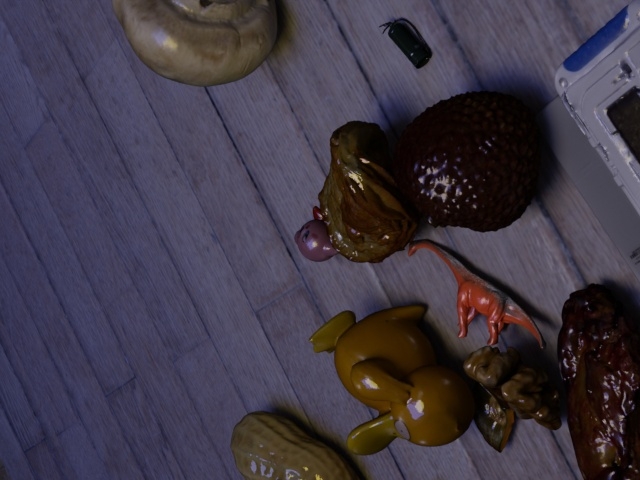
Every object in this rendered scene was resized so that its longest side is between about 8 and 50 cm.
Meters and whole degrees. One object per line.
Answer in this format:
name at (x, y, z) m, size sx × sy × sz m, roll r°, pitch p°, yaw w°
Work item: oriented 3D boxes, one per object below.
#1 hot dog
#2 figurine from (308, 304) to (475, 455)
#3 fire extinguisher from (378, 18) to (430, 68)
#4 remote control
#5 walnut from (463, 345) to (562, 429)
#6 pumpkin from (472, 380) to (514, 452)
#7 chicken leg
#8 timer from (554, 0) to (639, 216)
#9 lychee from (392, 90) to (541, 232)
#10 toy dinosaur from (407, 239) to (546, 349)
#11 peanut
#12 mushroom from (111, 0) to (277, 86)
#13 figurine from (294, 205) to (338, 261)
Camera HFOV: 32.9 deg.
hot dog at (0.070, -0.070, 1.512) m, size 0.259 × 0.114 × 0.175 m, roll 107°, pitch 145°, yaw -70°
figurine at (0.112, 0.204, 1.587) m, size 0.215 × 0.215 × 0.228 m, roll -53°, pitch 43°, yaw 47°
fire extinguisher at (0.117, -0.273, 1.470) m, size 0.038 × 0.025 × 0.083 m, roll -42°, pitch 71°, yaw 10°
remote control at (0.349, -0.061, 1.307) m, size 0.261 × 0.029 × 0.067 m, roll 59°, pitch 141°, yaw 13°
walnut at (0.264, 0.192, 1.444) m, size 0.143 × 0.170 × 0.069 m, roll 36°, pitch 87°, yaw 29°
pumpkin at (0.249, 0.246, 1.559) m, size 0.073 × 0.035 × 0.101 m, roll 40°, pitch 143°, yaw 39°
chicken leg at (0.369, 0.242, 1.293) m, size 0.158 × 0.096 × 0.407 m, roll 107°, pitch 157°, yaw -58°
timer at (0.379, -0.130, 1.199) m, size 0.253 × 0.078 × 0.178 m, roll 58°, pitch 140°, yaw 10°
lychee at (0.184, -0.095, 1.354) m, size 0.194 × 0.194 × 0.194 m, roll 24°, pitch 124°, yaw 40°
toy dinosaur at (0.212, 0.083, 1.508) m, size 0.279 × 0.055 × 0.101 m, roll 26°, pitch 108°, yaw 39°
peanut at (-0.033, 0.405, 1.881) m, size 0.305 × 0.147 × 0.147 m, roll 25°, pitch 125°, yaw 34°
mushroom at (-0.181, -0.364, 1.603) m, size 0.260 × 0.254 × 0.234 m, roll 18°, pitch 142°, yaw -7°
figurine at (0.000, 0.000, 1.695) m, size 0.083 × 0.071 × 0.067 m, roll 41°, pitch 176°, yaw 39°
